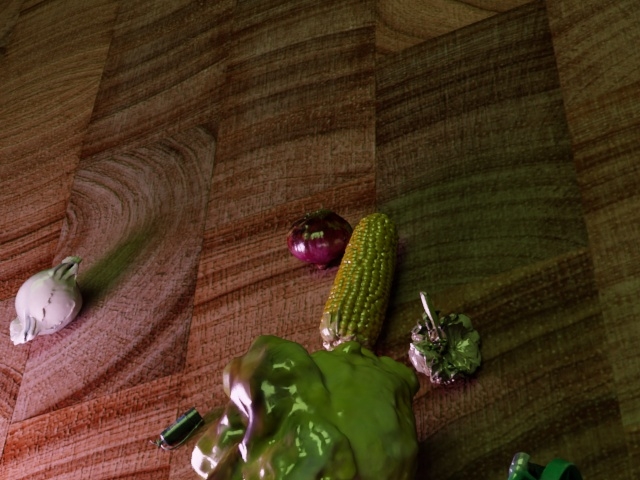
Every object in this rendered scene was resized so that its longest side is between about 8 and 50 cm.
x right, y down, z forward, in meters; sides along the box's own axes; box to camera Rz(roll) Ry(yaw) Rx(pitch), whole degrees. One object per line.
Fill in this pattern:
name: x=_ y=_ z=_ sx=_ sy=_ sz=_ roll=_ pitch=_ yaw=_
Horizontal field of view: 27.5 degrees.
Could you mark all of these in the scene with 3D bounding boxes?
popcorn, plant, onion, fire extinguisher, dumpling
popcorn: x=-0.002 y=0.271 z=1.634 sx=0.312 sy=0.312 sz=0.312 roll=-19 pitch=39 yaw=16
plant: x=0.167 y=0.129 z=1.797 sx=0.104 sy=0.122 sz=0.116 roll=-21 pitch=30 yaw=-4
onion: x=0.000 y=0.000 z=2.085 sx=0.107 sy=0.097 sz=0.107 roll=-8 pitch=15 yaw=2
fire extinguisher: x=-0.214 y=0.287 z=1.964 sx=0.083 sy=0.025 sz=0.038 roll=-37 pitch=60 yaw=-7
dumpling: x=-0.481 y=0.106 z=2.302 sx=0.188 sy=0.108 sz=0.127 roll=-57 pitch=16 yaw=-10

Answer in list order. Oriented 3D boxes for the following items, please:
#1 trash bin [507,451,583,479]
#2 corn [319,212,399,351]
trash bin: x=0.333 y=0.386 z=1.260 sx=0.381 sy=0.295 sz=0.259 roll=8 pitch=53 yaw=34
corn: x=0.064 y=0.066 z=1.960 sx=0.091 sy=0.091 sz=0.260 roll=-54 pitch=12 yaw=49
